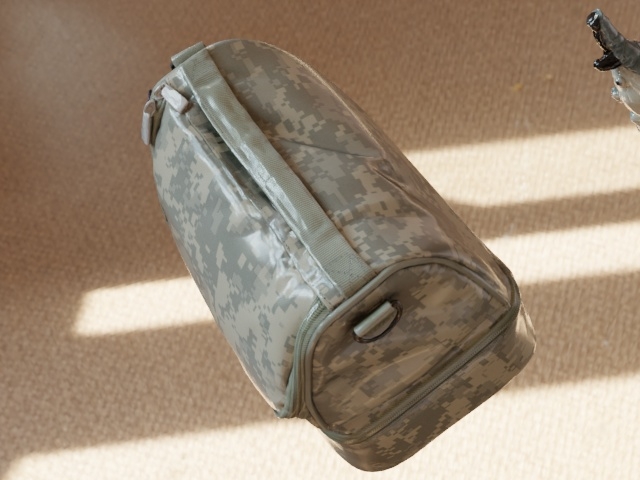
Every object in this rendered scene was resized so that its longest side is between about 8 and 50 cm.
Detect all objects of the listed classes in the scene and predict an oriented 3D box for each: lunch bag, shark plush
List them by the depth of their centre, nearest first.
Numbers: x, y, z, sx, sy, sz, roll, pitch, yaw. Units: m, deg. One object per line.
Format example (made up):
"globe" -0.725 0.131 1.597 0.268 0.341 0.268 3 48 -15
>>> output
"shark plush" 0.238 -0.128 0.774 0.161 0.073 0.067 20 83 -28
"lunch bag" 0.000 0.000 0.844 0.212 0.256 0.305 -36 55 -1
